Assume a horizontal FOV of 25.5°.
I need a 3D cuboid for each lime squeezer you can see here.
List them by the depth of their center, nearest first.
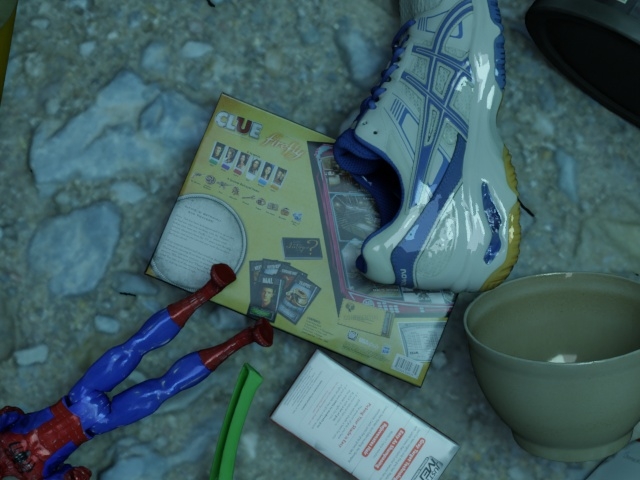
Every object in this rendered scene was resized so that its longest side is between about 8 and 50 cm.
[{"bbox_3d":[-0.132,0.236,1.120,0.310,0.110,0.059,-43,54,4],"label":"lime squeezer"}]

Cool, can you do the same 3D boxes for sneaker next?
[{"bbox_3d":[0.074,-0.104,1.109,0.131,0.112,0.296,-1,67,-9],"label":"sneaker"}]

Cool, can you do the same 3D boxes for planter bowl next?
[{"bbox_3d":[0.197,0.106,1.117,0.162,0.162,0.109,-7,112,-2],"label":"planter bowl"}]

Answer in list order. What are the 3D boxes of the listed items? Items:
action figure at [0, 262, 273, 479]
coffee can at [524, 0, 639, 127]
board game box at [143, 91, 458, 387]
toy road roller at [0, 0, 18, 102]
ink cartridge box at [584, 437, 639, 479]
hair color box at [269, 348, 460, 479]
[{"bbox_3d":[-0.178,0.131,1.094,0.280,0.139,0.091,-35,92,11],"label":"action figure"},{"bbox_3d":[0.320,-0.232,1.109,0.202,0.201,0.275,35,86,1],"label":"coffee can"},{"bbox_3d":[0.000,0.000,1.166,0.243,0.042,0.165,23,86,1],"label":"board game box"},{"bbox_3d":[-0.391,-0.122,1.094,0.241,0.202,0.329,11,86,11],"label":"toy road roller"},{"bbox_3d":[0.266,0.188,1.085,0.066,0.189,0.232,20,86,-14],"label":"ink cartridge box"},{"bbox_3d":[0.035,0.155,1.155,0.141,0.043,0.072,35,86,2],"label":"hair color box"}]
